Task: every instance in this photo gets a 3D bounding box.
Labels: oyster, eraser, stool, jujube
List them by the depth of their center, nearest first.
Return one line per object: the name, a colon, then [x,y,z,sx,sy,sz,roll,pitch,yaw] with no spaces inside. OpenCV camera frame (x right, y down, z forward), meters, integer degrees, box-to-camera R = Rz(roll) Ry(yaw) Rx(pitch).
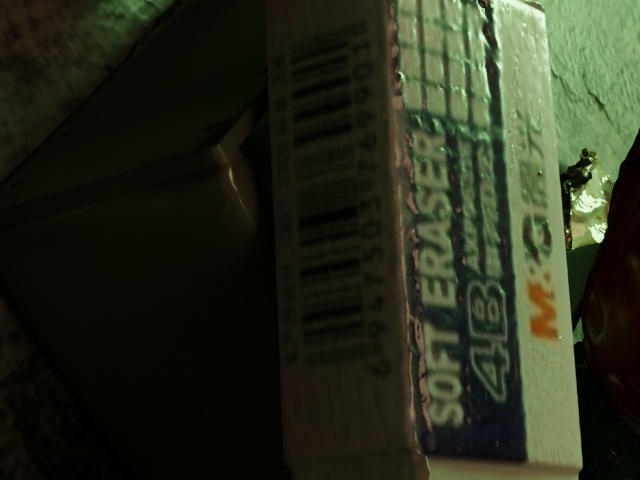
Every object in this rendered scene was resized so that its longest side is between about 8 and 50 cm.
eraser: [0.046,0.027,0.798,0.130,0.086,0.287,14,69,-47]
stool: [0.000,0.000,0.956,0.244,0.170,0.270,59,41,-22]
jujube: [0.229,0.010,0.995,0.155,0.155,0.230,49,43,-30]
oyster: [0.185,-0.007,1.275,0.148,0.051,0.103,-28,99,-66]

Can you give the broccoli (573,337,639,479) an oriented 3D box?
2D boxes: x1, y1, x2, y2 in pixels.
broccoli: [0.262,0.159,1.154,0.321,0.283,0.304,-56,154,-33]
